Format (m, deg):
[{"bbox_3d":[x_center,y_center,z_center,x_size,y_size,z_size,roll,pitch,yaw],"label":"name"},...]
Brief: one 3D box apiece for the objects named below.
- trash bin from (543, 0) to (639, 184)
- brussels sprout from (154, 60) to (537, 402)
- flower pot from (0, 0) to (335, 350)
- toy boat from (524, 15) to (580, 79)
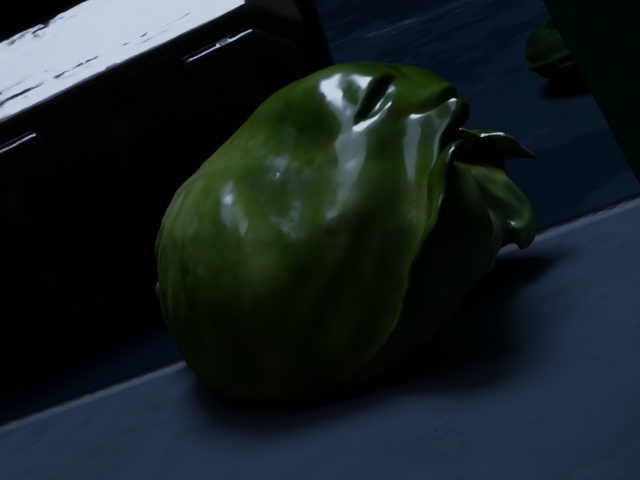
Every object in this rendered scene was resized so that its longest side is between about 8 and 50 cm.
[{"bbox_3d":[0.141,-0.189,0.528,0.259,0.381,0.295,-11,20,44],"label":"trash bin"},{"bbox_3d":[-0.002,-0.002,0.685,0.181,0.100,0.139,3,49,40],"label":"brussels sprout"},{"bbox_3d":[-0.095,-0.042,0.866,0.251,0.179,0.084,-28,39,-12],"label":"flower pot"},{"bbox_3d":[0.195,-0.130,0.892,0.210,0.052,0.104,-19,18,24],"label":"toy boat"}]
